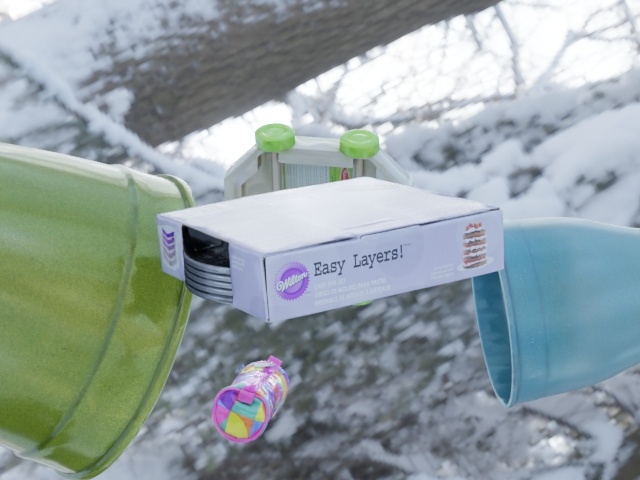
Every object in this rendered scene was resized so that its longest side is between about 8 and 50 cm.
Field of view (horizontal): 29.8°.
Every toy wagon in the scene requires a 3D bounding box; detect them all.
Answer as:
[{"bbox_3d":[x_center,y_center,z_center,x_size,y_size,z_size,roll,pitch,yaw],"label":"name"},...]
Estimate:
[{"bbox_3d":[0.036,-0.034,1.709,0.068,0.344,0.267,-74,166,-56],"label":"toy wagon"}]

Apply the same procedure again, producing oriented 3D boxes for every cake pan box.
[{"bbox_3d":[0.000,0.000,1.150,0.245,0.266,0.070,14,-68,58],"label":"cake pan box"}]

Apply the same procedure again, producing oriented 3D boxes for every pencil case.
[{"bbox_3d":[-0.113,0.262,2.003,0.104,0.104,0.236,62,9,-3],"label":"pencil case"}]

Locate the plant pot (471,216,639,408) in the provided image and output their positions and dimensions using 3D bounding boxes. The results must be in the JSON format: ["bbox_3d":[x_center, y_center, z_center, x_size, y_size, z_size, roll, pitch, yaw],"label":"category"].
[{"bbox_3d":[0.365,0.085,1.710,0.271,0.255,0.272,172,-90,-89],"label":"plant pot"}]

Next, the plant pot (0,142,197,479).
[{"bbox_3d":[-0.375,0.040,1.303,0.353,0.366,0.366,22,0,-28],"label":"plant pot"}]
